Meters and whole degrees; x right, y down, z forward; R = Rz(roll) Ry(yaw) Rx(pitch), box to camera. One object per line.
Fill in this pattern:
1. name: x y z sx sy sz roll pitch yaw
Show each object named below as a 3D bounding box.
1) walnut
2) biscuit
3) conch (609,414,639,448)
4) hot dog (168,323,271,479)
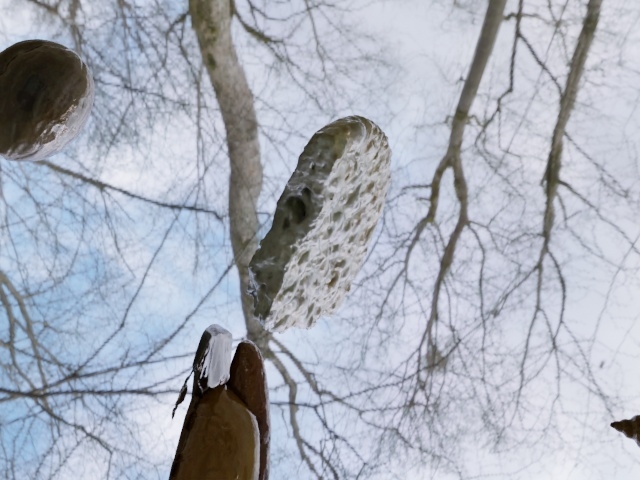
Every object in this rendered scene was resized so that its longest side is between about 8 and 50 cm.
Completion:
1. walnut: -0.362 -0.178 0.938 0.140 0.140 0.162 34 -111 20
2. biscuit: 0.000 0.000 0.618 0.040 0.265 0.188 32 -122 19
3. conch: 0.465 0.238 0.746 0.330 0.109 0.093 18 -116 18
4. hot dog: -0.111 0.260 0.863 0.107 0.194 0.326 8 -103 4
